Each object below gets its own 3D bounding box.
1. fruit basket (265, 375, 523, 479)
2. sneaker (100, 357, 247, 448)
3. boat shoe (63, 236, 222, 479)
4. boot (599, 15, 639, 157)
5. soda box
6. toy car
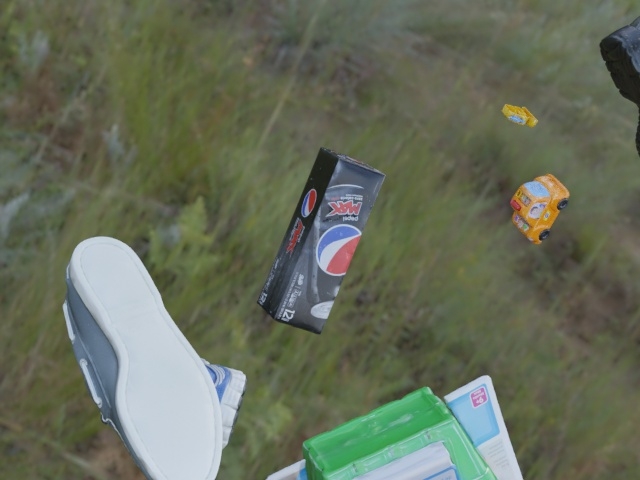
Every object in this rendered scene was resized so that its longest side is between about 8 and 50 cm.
[{"bbox_3d":[0.129,0.390,1.985,0.327,0.353,0.165,-22,18,-9],"label":"fruit basket"},{"bbox_3d":[-0.210,0.187,1.914,0.147,0.130,0.330,22,-15,-19],"label":"sneaker"},{"bbox_3d":[-0.201,0.150,1.664,0.116,0.099,0.319,-10,61,-34],"label":"boat shoe"},{"bbox_3d":[0.355,-0.134,1.337,0.083,0.161,0.246,49,-7,48],"label":"boot"},{"bbox_3d":[0.000,0.000,1.455,0.053,0.169,0.060,19,8,-23],"label":"soda box"},{"bbox_3d":[0.168,-0.058,1.296,0.040,0.060,0.122,10,46,-37],"label":"toy car"}]
